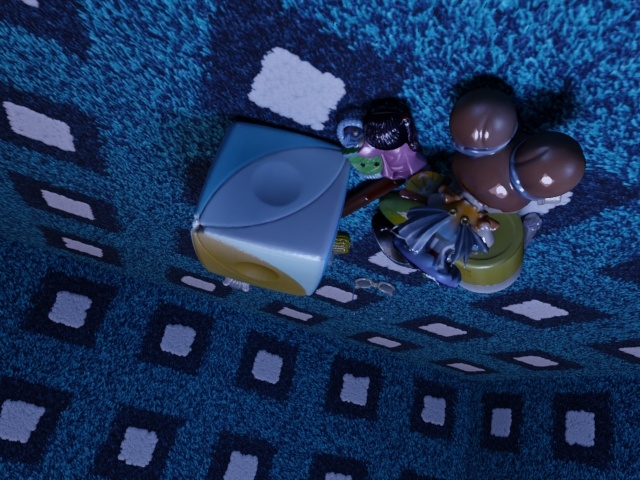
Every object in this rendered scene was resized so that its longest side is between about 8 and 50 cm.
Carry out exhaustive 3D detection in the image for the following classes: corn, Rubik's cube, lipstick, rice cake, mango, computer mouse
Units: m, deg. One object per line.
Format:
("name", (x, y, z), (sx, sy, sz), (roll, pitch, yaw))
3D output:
("corn", (0.000, 0.000, 1.686), (0.231, 0.080, 0.080), (8, 156, 12))
("Rubik's cube", (-0.129, -0.073, 1.248), (0.353, 0.351, 0.347), (17, 157, -2))
("lipstick", (0.121, -0.127, 1.358), (0.057, 0.057, 0.357), (23, 156, -21))
("rice cake", (0.605, -0.004, 1.380), (0.055, 0.049, 0.269), (45, 168, 23))
("mango", (0.263, -0.080, 1.358), (0.195, 0.091, 0.130), (25, 161, -3))
("computer mouse", (0.244, 0.011, 1.437), (0.233, 0.096, 0.137), (43, -161, 7))

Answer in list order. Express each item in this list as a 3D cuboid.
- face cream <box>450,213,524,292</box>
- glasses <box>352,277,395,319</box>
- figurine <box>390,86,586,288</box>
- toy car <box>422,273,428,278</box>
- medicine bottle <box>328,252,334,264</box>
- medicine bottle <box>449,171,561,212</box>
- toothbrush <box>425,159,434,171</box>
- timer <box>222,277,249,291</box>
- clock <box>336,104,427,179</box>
("face cream", (0.459, 0.017, 1.295), (0.218, 0.217, 0.179), (3, 154, 24))
("glasses", (0.230, 0.246, 2.005), (0.190, 0.220, 0.088), (12, 118, 7))
("figurine", (0.325, -0.098, 0.981), (0.277, 0.388, 0.248), (41, -160, 13))
("toy car", (0.460, 0.112, 1.710), (0.165, 0.062, 0.071), (6, 155, 17))
("medicine bottle", (0.027, 0.043, 1.754), (0.058, 0.091, 0.058), (11, 156, 5))
("medicine bottle", (0.448, -0.122, 1.116), (0.253, 0.114, 0.114), (3, 155, 25))
("toothbrush", (0.349, -0.105, 1.314), (0.042, 0.035, 0.413), (-19, 147, 17))
("timer", (-0.246, 0.017, 1.565), (0.291, 0.314, 0.290), (11, 156, 5))
("clock", (0.137, -0.228, 1.067), (0.194, 0.100, 0.195), (4, 154, 26))
